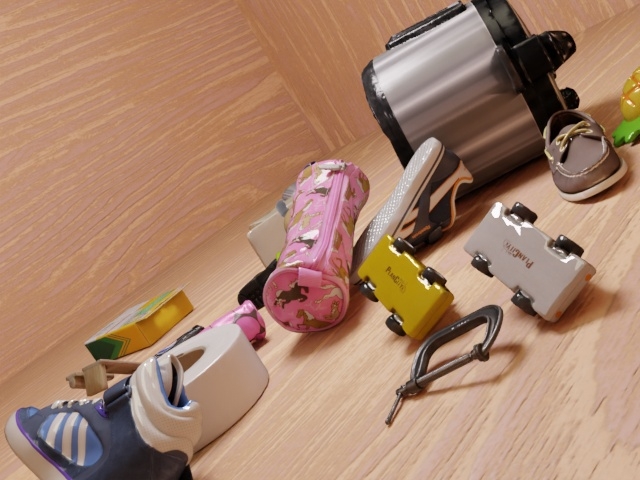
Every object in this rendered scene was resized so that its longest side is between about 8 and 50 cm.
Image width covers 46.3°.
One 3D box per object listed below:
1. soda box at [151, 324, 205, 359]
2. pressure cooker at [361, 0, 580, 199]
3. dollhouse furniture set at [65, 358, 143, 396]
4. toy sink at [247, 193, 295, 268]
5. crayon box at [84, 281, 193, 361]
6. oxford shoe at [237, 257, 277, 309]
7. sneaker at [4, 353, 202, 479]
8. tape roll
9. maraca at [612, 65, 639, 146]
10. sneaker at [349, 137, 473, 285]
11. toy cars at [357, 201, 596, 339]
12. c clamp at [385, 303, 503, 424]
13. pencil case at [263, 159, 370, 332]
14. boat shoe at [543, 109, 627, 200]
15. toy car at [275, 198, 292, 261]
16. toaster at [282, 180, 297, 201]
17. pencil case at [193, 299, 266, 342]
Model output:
[{"bbox_3d":[-0.312,0.253,1.609,0.168,0.060,0.053,-36,13,-22],"label":"soda box"},{"bbox_3d":[0.344,-0.315,1.601,0.420,0.375,0.370,-27,44,17],"label":"pressure cooker"},{"bbox_3d":[-0.430,0.336,1.499,0.144,0.151,0.123,-26,-24,27],"label":"dollhouse furniture set"},{"bbox_3d":[-0.090,-0.009,1.964,0.234,0.153,0.131,-37,12,-26],"label":"toy sink"},{"bbox_3d":[-0.512,0.242,2.167,0.322,0.083,0.203,-23,13,39],"label":"crayon box"},{"bbox_3d":[-0.095,0.078,1.766,0.227,0.083,0.096,-29,6,4],"label":"oxford shoe"},{"bbox_3d":[-0.293,0.252,1.066,0.322,0.130,0.236,23,70,45],"label":"sneaker"},{"bbox_3d":[-0.228,0.257,1.247,0.286,0.100,0.286,-31,10,6],"label":"tape roll"},{"bbox_3d":[0.585,-0.248,1.337,0.186,0.099,0.127,-57,2,-4],"label":"maraca"},{"bbox_3d":[0.175,-0.030,1.440,0.321,0.127,0.126,-56,15,5],"label":"sneaker"},{"bbox_3d":[0.202,0.053,1.007,0.393,0.087,0.177,-17,53,48],"label":"toy cars"},{"bbox_3d":[0.150,0.141,0.879,0.160,0.022,0.137,-38,13,30],"label":"c clamp"},{"bbox_3d":[0.000,0.000,1.414,0.160,0.167,0.386,-16,34,23],"label":"pencil case"},{"bbox_3d":[0.442,-0.155,1.285,0.116,0.097,0.324,-27,11,20],"label":"boat shoe"},{"bbox_3d":[-0.031,-0.026,1.677,0.155,0.189,0.149,-25,-25,6],"label":"toy car"},{"bbox_3d":[-0.030,-0.148,2.510,0.226,0.129,0.146,-32,12,-10],"label":"toaster"},{"bbox_3d":[-0.203,0.207,1.458,0.209,0.098,0.095,-33,54,-15],"label":"pencil case"}]
